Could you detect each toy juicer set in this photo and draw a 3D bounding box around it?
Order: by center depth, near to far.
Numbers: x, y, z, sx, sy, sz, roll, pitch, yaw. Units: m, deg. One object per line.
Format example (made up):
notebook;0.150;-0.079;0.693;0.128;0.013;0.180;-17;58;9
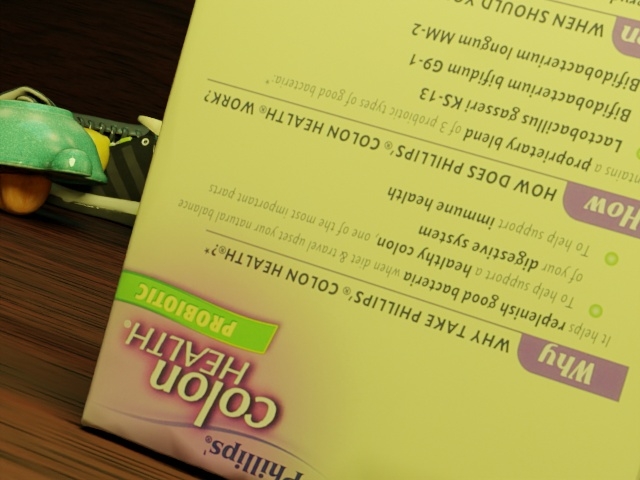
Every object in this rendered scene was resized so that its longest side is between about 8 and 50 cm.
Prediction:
toy juicer set;-0.221;-0.061;1.225;0.329;0.089;0.209;6;-3;25

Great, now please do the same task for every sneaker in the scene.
sneaker;-0.175;-0.065;1.375;0.235;0.097;0.084;17;4;7
sneaker;-0.237;-0.094;1.489;0.226;0.086;0.163;7;-6;-1

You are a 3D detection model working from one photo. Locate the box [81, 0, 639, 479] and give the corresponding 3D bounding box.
box;0.053;-0.011;0.580;0.214;0.242;0.117;17;4;21
